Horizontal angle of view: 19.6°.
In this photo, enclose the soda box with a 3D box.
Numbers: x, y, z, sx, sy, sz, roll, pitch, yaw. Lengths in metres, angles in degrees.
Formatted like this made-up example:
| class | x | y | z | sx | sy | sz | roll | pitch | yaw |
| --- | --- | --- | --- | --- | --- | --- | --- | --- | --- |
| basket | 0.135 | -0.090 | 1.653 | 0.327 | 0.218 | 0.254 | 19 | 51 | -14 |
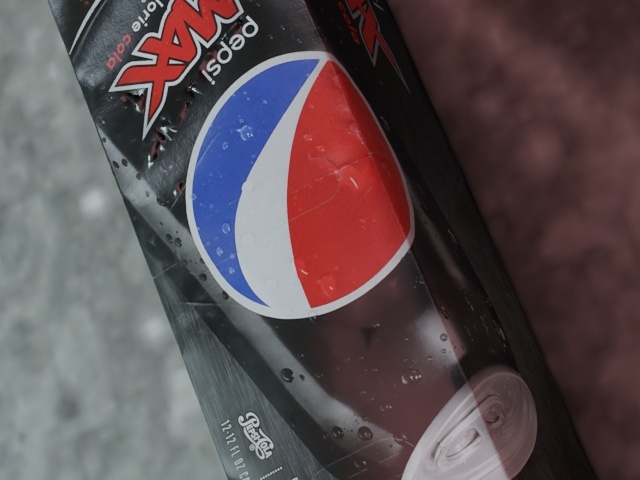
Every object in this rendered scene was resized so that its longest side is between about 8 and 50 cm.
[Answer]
| class | x | y | z | sx | sy | sz | roll | pitch | yaw |
| --- | --- | --- | --- | --- | --- | --- | --- | --- | --- |
| soda box | 0.000 | 0.000 | 0.374 | 0.053 | 0.060 | 0.169 | -29 | 70 | 18 |
